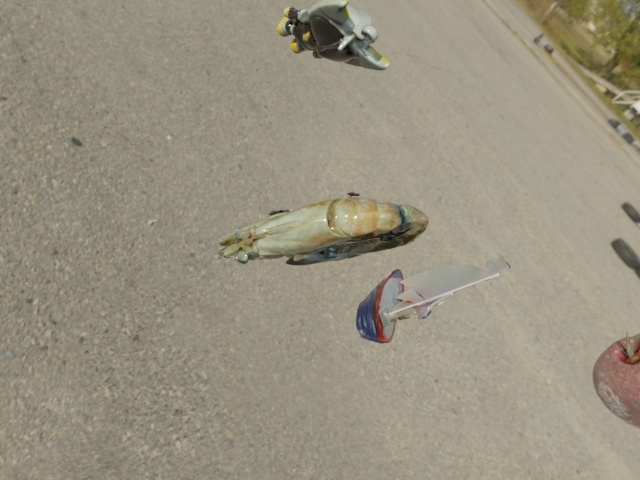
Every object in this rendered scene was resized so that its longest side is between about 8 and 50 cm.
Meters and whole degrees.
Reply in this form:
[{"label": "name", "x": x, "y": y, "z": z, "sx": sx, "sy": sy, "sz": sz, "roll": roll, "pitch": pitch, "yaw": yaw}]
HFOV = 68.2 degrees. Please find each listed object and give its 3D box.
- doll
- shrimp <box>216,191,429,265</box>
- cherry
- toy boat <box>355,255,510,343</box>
[{"label": "doll", "x": 0.018, "y": -0.405, "z": 0.934, "sx": 0.103, "sy": 0.316, "sz": 0.145, "roll": -32, "pitch": 123, "yaw": -20}, {"label": "shrimp", "x": 0.000, "y": 0.000, "z": 0.799, "sx": 0.247, "sy": 0.361, "sz": 0.085, "roll": 59, "pitch": 23, "yaw": -71}, {"label": "cherry", "x": 0.766, "y": 0.324, "z": 1.094, "sx": 0.285, "sy": 0.236, "sz": 0.212, "roll": 55, "pitch": 38, "yaw": -15}, {"label": "toy boat", "x": 0.206, "y": 0.094, "z": 0.966, "sx": 0.072, "sy": 0.318, "sz": 0.219, "roll": 53, "pitch": 6, "yaw": -18}]
